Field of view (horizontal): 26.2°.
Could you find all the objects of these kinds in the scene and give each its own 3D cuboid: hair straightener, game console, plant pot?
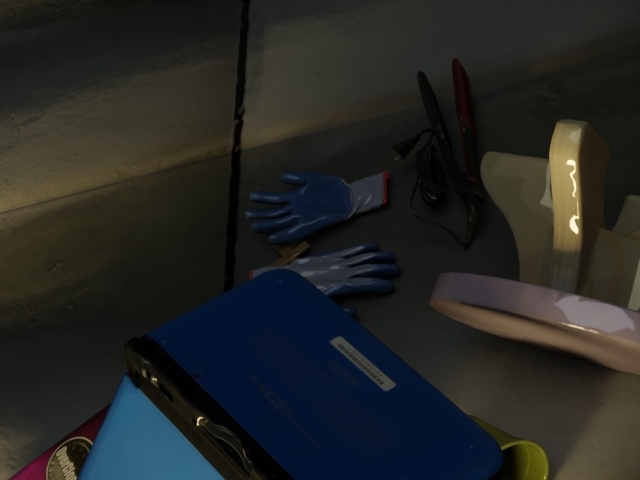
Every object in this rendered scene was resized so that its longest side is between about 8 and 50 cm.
[{"bbox_3d":[0.122,-0.086,1.424,0.089,0.047,0.230,-16,55,15],"label":"hair straightener"},{"bbox_3d":[-0.038,0.200,1.119,0.250,0.173,0.293,-27,48,-29],"label":"game console"},{"bbox_3d":[0.141,0.190,1.185,0.083,0.083,0.079,-42,37,-7],"label":"plant pot"}]

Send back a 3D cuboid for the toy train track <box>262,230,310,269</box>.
[{"bbox_3d":[-0.041,0.010,1.441,0.048,0.014,0.083,-35,52,-11],"label":"toy train track"}]

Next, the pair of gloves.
[{"bbox_3d":[0.000,0.000,1.413,0.159,0.023,0.198,-10,51,9],"label":"pair of gloves"}]

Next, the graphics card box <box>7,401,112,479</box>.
[{"bbox_3d":[-0.168,0.271,1.223,0.371,0.094,0.233,-37,53,7],"label":"graphics card box"}]

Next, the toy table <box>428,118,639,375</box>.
[{"bbox_3d":[0.240,0.016,1.174,0.274,0.252,0.160,14,79,22],"label":"toy table"}]
